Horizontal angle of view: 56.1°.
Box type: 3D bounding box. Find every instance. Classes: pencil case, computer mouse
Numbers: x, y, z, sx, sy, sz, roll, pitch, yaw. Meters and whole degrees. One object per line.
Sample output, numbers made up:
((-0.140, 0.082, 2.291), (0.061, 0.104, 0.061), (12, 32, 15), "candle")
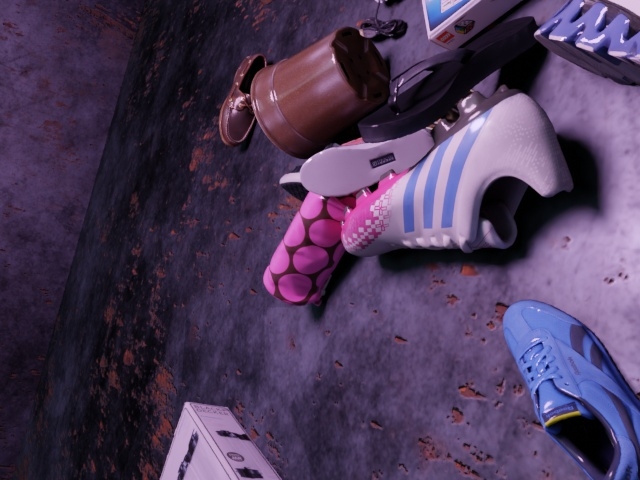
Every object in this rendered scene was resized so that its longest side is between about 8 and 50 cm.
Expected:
((0.000, 0.000, 0.869), (0.095, 0.098, 0.209), (-42, -15, -55), "pencil case")
((0.114, -0.413, 0.950), (0.106, 0.042, 0.193), (18, 97, 63), "computer mouse")

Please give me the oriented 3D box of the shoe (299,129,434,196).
((0.061, -0.107, 0.788), (0.081, 0.177, 0.064), (-79, -28, -72), "shoe")

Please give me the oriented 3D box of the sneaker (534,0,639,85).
((0.318, -0.204, 0.457), (0.182, 0.127, 0.315), (-65, 31, 17), "sneaker")

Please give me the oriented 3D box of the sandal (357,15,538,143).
((0.133, -0.187, 0.666), (0.254, 0.055, 0.097), (-39, 24, -19), "sandal")

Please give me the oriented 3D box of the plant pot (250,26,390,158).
((0.008, -0.234, 0.932), (0.165, 0.167, 0.167), (-23, 57, 41), "plant pot")

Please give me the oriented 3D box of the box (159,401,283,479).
((-0.160, 0.399, 0.955), (0.290, 0.087, 0.169), (23, 96, 57), "box")

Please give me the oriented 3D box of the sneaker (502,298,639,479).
((0.211, 0.122, 0.519), (0.069, 0.082, 0.209), (-58, 34, 26), "sneaker")

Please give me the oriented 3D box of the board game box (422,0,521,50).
((0.241, -0.392, 0.711), (0.305, 0.053, 0.193), (-28, 59, 47), "board game box")

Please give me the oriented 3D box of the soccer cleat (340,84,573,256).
((0.133, -0.029, 0.680), (0.143, 0.116, 0.331), (61, 145, 12), "soccer cleat")

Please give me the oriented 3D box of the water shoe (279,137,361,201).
((0.017, -0.108, 0.948), (0.203, 0.073, 0.080), (-2, 56, 50), "water shoe")

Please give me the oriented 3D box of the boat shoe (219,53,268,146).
((-0.163, -0.305, 1.293), (0.073, 0.073, 0.207), (-3, 74, 59), "boat shoe")

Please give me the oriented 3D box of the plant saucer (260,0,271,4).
((-0.111, -0.641, 1.409), (0.168, 0.029, 0.169), (-32, 50, 48), "plant saucer")

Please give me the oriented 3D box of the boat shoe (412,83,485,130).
((0.154, -0.170, 0.745), (0.190, 0.072, 0.068), (38, 108, 56), "boat shoe")
